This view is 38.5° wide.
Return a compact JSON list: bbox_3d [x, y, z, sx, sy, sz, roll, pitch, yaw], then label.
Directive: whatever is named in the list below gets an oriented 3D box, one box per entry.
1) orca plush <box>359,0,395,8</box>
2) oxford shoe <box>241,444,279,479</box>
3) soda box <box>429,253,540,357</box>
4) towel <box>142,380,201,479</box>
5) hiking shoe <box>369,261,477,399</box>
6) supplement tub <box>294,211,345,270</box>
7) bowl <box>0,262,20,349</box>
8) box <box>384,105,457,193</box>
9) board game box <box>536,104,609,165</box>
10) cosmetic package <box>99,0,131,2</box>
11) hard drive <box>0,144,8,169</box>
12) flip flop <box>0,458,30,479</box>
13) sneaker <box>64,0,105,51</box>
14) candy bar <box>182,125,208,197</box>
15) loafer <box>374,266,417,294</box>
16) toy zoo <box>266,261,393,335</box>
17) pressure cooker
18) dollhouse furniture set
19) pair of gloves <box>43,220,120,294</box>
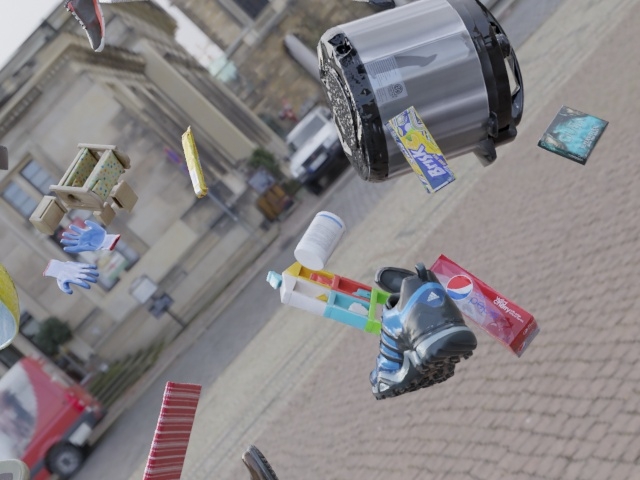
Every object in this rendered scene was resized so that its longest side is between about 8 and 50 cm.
[{"bbox_3d":[0.143,-0.487,1.647,0.151,0.287,0.102,-67,-15,-51],"label":"orca plush"},{"bbox_3d":[-0.108,0.479,1.656,0.096,0.227,0.083,-19,11,-12],"label":"oxford shoe"},{"bbox_3d":[0.345,0.139,1.990,0.083,0.263,0.092,-51,-35,-4],"label":"soda box"},{"bbox_3d":[-0.360,0.475,2.195,0.199,0.031,0.275,38,-116,-74],"label":"towel"},{"bbox_3d":[0.137,0.141,1.334,0.113,0.132,0.304,-12,-21,-20],"label":"hiking shoe"},{"bbox_3d":[0.000,0.000,1.875,0.107,0.071,0.071,-58,11,-31],"label":"supplement tub"},{"bbox_3d":[-0.678,0.073,1.657,0.289,0.289,0.156,-42,37,42],"label":"bowl"},{"bbox_3d":[0.197,-0.176,1.806,0.059,0.169,0.054,-33,5,-4],"label":"box"},{"bbox_3d":[0.626,-0.263,2.271,0.186,0.126,0.026,-49,-24,-42],"label":"board game box"},{"bbox_3d":[-0.412,-0.655,2.054,0.224,0.224,0.138,-16,23,-37],"label":"cosmetic package"},{"bbox_3d":[-0.714,-0.191,1.752,0.254,0.172,0.054,2,-70,-82],"label":"hard drive"},{"bbox_3d":[-0.724,0.501,1.837,0.277,0.112,0.080,-15,-29,1],"label":"flip flop"},{"bbox_3d":[-0.441,-0.426,1.699,0.064,0.158,0.061,-16,22,-21],"label":"sneaker"},{"bbox_3d":[-0.267,-0.164,1.937,0.018,0.161,0.040,-2,-25,-38],"label":"candy bar"},{"bbox_3d":[0.240,0.119,2.258,0.078,0.223,0.076,179,112,-74],"label":"loafer"},{"bbox_3d":[0.028,0.118,1.946,0.192,0.293,0.030,-69,-1,-72],"label":"toy zoo"},{"bbox_3d":[0.239,-0.345,2.037,0.420,0.370,0.375,-20,36,-6],"label":"pressure cooker"},{"bbox_3d":[-0.407,-0.056,1.681,0.101,0.161,0.182,6,56,29],"label":"dollhouse furniture set"},{"bbox_3d":[-0.574,0.039,2.187,0.198,0.159,0.023,-65,-30,-27],"label":"pair of gloves"}]
